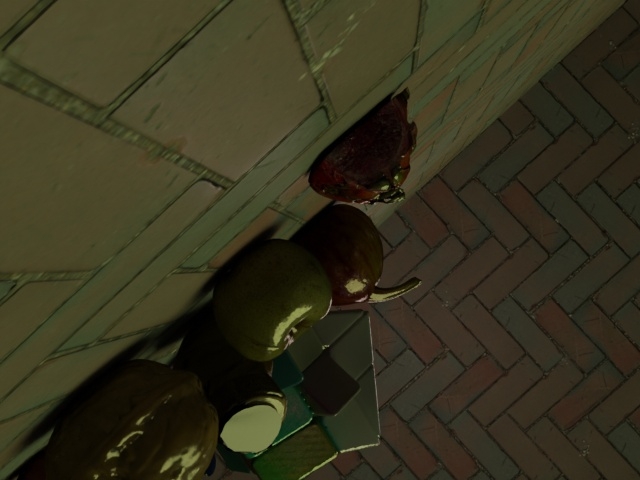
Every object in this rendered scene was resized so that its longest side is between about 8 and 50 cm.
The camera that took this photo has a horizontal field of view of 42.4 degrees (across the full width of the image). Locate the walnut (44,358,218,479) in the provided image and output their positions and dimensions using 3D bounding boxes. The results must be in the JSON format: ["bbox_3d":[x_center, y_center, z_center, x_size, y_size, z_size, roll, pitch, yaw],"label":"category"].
[{"bbox_3d":[-0.241,0.267,1.067,0.245,0.198,0.198,-50,176,0],"label":"walnut"}]

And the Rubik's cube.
[{"bbox_3d":[-0.075,0.295,1.641,0.368,0.387,0.358,1,170,-37],"label":"Rubik's cube"}]

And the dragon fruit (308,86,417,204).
[{"bbox_3d":[0.069,-0.090,0.954,0.147,0.096,0.102,-43,172,-15],"label":"dragon fruit"}]

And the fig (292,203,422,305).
[{"bbox_3d":[0.048,0.052,1.422,0.175,0.207,0.175,-40,-174,5],"label":"fig"}]

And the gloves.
[{"bbox_3d":[-0.148,0.190,1.259,0.154,0.141,0.331,-43,-150,0],"label":"gloves"}]

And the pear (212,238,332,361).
[{"bbox_3d":[-0.068,0.077,1.118,0.167,0.136,0.167,-40,172,-7],"label":"pear"}]

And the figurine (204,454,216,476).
[{"bbox_3d":[-0.344,0.423,1.629,0.274,0.194,0.133,-30,-144,38],"label":"figurine"}]

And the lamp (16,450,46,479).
[{"bbox_3d":[-0.404,0.367,1.232,0.107,0.092,0.107,16,90,-88],"label":"lamp"}]
